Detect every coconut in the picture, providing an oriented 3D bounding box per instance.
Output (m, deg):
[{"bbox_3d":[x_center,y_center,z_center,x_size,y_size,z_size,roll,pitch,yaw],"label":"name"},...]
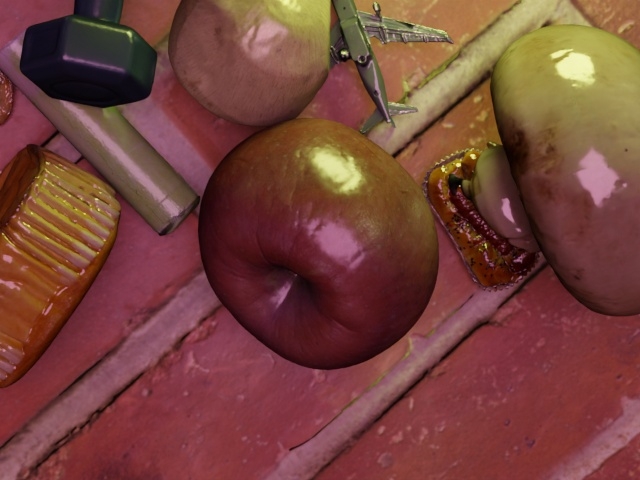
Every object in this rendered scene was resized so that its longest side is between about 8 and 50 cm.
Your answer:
[{"bbox_3d":[-0.082,-0.246,1.652,0.224,0.224,0.224,0,92,-6],"label":"coconut"}]

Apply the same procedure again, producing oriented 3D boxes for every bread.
[{"bbox_3d":[-0.359,0.037,1.638,0.156,0.204,0.288,33,92,-24],"label":"bread"}]

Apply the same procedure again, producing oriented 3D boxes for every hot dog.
[{"bbox_3d":[0.211,-0.029,1.756,0.108,0.059,0.191,-31,97,0],"label":"hot dog"}]

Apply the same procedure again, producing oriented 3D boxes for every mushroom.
[{"bbox_3d":[0.305,-0.075,1.631,0.294,0.362,0.362,-23,95,19],"label":"mushroom"}]

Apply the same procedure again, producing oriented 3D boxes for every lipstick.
[{"bbox_3d":[-0.276,-0.135,1.689,0.076,0.076,0.304,-44,95,-3],"label":"lipstick"}]

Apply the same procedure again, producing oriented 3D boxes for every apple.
[{"bbox_3d":[0.000,0.000,1.629,0.306,0.306,0.235,48,45,-6],"label":"apple"}]

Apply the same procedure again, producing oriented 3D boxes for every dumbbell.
[{"bbox_3d":[-0.259,-0.325,1.613,0.160,0.144,0.325,9,77,-16],"label":"dumbbell"}]

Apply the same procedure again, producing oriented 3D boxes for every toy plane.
[{"bbox_3d":[0.051,-0.247,1.727,0.226,0.058,0.226,-21,95,11],"label":"toy plane"}]

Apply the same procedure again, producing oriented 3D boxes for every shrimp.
[{"bbox_3d":[-0.437,-0.191,1.687,0.114,0.023,0.083,23,103,-10],"label":"shrimp"}]
